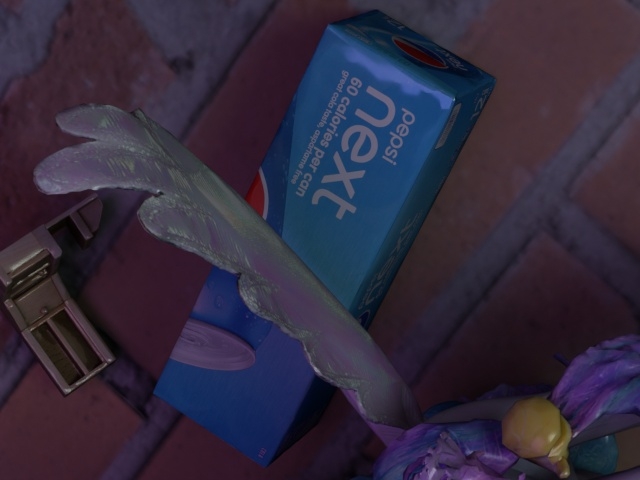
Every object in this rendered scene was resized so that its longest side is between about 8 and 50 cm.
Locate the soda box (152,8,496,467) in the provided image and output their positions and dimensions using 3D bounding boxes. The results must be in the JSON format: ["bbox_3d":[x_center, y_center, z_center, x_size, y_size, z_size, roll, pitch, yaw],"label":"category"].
[{"bbox_3d":[0.000,0.000,0.819,0.071,0.067,0.210,32,112,13],"label":"soda box"}]

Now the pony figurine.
[{"bbox_3d":[0.064,0.111,0.687,0.364,0.351,0.302,-14,58,18],"label":"pony figurine"}]

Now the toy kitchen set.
[{"bbox_3d":[-0.124,0.027,0.882,0.068,0.083,0.075,-35,87,-15],"label":"toy kitchen set"}]
